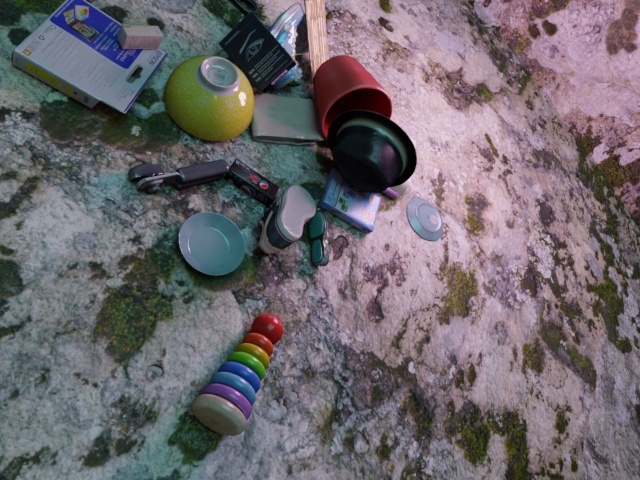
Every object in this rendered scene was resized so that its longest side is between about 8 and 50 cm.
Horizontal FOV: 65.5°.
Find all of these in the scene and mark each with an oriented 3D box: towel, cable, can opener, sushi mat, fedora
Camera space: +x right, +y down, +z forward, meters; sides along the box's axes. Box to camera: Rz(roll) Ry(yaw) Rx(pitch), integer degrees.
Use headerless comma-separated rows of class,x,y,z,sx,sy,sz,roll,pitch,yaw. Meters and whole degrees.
towel,-0.127,-0.427,1.747,0.283,0.049,0.187,-2,67,-33
cable,-0.356,-0.953,1.840,0.287,0.072,0.139,46,56,-6
can opener,-0.404,-0.201,1.432,0.284,0.076,0.095,-22,81,-40
sushi mat,-0.011,-0.759,1.870,0.151,0.019,0.316,-39,130,-51
fedora,0.154,-0.276,1.692,0.334,0.334,0.152,38,52,-12

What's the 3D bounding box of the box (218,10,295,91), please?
box,-0.204,-0.617,1.641,0.207,0.153,0.108,49,10,-8

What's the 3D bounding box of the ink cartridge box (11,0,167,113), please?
ink cartridge box,-0.650,-0.527,1.438,0.307,0.072,0.303,32,52,-20

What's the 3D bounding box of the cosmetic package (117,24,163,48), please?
cosmetic package,-0.536,-0.604,1.478,0.115,0.060,0.041,-18,76,-42

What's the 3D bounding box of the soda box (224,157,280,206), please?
soda box,-0.214,-0.180,1.561,0.169,0.053,0.060,33,54,-15

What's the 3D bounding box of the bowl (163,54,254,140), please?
bowl,-0.327,-0.471,1.540,0.290,0.156,0.289,10,64,-21

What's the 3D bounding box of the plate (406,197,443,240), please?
plate,0.419,-0.088,1.955,0.188,0.024,0.188,15,59,-27

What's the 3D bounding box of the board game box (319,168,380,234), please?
board game box,0.108,-0.137,1.762,0.212,0.039,0.160,29,54,-17

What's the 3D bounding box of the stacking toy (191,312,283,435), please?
stacking toy,-0.193,0.325,1.290,0.141,0.141,0.330,40,44,-11

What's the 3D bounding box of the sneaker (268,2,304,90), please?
sneaker,-0.115,-0.679,1.795,0.208,0.127,0.318,38,82,-18

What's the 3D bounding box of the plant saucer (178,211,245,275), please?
plant saucer,-0.311,0.013,1.411,0.195,0.037,0.194,14,60,-27

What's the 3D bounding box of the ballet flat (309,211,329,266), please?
ballet flat,0.000,0.000,1.617,0.070,0.070,0.188,15,61,-27

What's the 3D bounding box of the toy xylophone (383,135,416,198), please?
toy xylophone,0.272,-0.333,1.941,0.236,0.081,0.322,34,53,-15

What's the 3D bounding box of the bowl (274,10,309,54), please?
bowl,-0.105,-0.779,1.899,0.170,0.080,0.169,0,90,-16

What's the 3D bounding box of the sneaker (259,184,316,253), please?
sneaker,-0.110,-0.069,1.542,0.126,0.128,0.321,48,26,-11

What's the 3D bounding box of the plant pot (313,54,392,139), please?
plant pot,0.098,-0.522,1.811,0.275,0.275,0.243,5,50,-32
